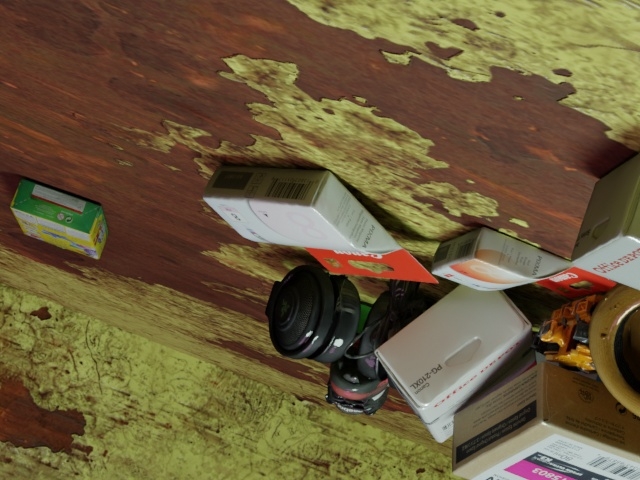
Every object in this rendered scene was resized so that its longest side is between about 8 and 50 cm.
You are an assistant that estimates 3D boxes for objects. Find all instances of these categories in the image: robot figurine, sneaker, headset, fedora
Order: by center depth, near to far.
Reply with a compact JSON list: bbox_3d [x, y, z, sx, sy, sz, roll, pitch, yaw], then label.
[{"bbox_3d":[0.383,0.106,1.577,0.194,0.194,0.079,11,-155,31],"label":"fedora"},{"bbox_3d":[0.394,0.138,1.752,0.291,0.085,0.211,20,167,-10],"label":"robot figurine"},{"bbox_3d":[0.060,0.095,2.041,0.243,0.185,0.394,17,-177,-8],"label":"headset"},{"bbox_3d":[0.060,0.212,2.253,0.097,0.135,0.276,19,-170,6],"label":"sneaker"}]

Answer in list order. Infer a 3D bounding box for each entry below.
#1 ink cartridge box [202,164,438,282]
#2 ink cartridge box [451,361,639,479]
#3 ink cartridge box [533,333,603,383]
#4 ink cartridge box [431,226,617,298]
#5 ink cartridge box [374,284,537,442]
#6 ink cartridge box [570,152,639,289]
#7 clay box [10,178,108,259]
[{"bbox_3d":[0.000,0.000,1.729,0.189,0.066,0.232,5,146,45],"label":"ink cartridge box"},{"bbox_3d":[0.308,0.252,1.824,0.234,0.088,0.193,21,143,-21],"label":"ink cartridge box"},{"bbox_3d":[0.343,0.226,2.089,0.307,0.129,0.223,11,165,35],"label":"ink cartridge box"},{"bbox_3d":[0.231,0.044,1.692,0.179,0.045,0.145,24,167,-11],"label":"ink cartridge box"},{"bbox_3d":[0.177,0.151,1.888,0.100,0.172,0.237,51,177,20],"label":"ink cartridge box"},{"bbox_3d":[0.339,0.005,1.275,0.208,0.087,0.153,19,168,-5],"label":"ink cartridge box"},{"bbox_3d":[-0.394,-0.028,2.269,0.127,0.053,0.222,19,168,-1],"label":"clay box"}]
